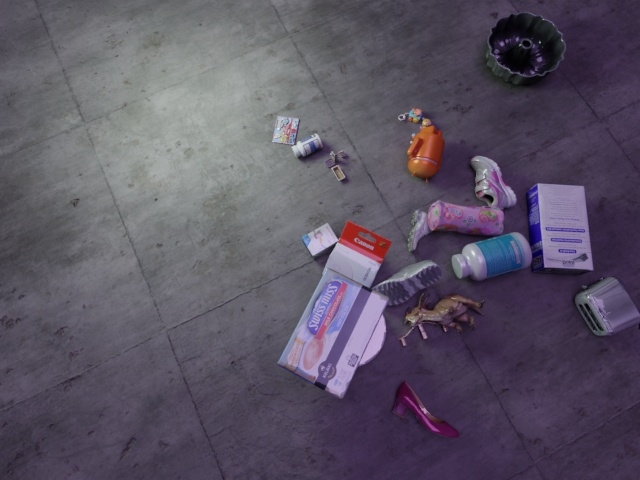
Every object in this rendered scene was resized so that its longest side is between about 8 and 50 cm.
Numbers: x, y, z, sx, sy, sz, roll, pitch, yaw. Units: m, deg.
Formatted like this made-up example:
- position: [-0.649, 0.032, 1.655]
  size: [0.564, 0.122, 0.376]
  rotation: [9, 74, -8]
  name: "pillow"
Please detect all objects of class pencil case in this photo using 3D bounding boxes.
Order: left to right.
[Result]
- position: [0.564, -0.085, 1.643]
  size: [0.284, 0.124, 0.124]
  rotation: [4, 75, -6]
  name: "pencil case"

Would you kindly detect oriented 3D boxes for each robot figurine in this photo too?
- position: [0.426, -0.350, 1.725]
  size: [0.128, 0.158, 0.219]
  rotation: [12, 83, 18]
  name: "robot figurine"

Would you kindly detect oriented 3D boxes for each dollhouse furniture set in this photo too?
- position: [0.081, -0.317, 1.752]
  size: [0.091, 0.081, 0.114]
  rotation: [-27, 76, -6]
  name: "dollhouse furniture set"

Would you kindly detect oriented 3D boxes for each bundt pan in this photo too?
- position: [0.872, -0.816, 1.849]
  size: [0.331, 0.124, 0.331]
  rotation: [0, 75, 2]
  name: "bundt pan"

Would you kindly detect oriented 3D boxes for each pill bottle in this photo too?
- position: [-0.057, -0.394, 1.783]
  size: [0.120, 0.067, 0.067]
  rotation: [-26, 76, -6]
  name: "pill bottle"
- position: [0.639, 0.067, 1.606]
  size: [0.264, 0.146, 0.146]
  rotation: [-14, 75, -3]
  name: "pill bottle"

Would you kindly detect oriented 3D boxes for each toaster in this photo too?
- position: [1.055, 0.253, 1.561]
  size: [0.146, 0.129, 0.227]
  rotation: [-25, 78, -2]
  name: "toaster"

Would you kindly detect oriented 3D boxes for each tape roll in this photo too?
- position: [0.095, 0.324, 1.571]
  size: [0.286, 0.100, 0.286]
  rotation: [0, 75, 1]
  name: "tape roll"

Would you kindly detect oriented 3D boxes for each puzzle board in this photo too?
- position: [-0.150, -0.477, 1.836]
  size: [0.096, 0.011, 0.128]
  rotation: [9, 75, 3]
  name: "puzzle board"

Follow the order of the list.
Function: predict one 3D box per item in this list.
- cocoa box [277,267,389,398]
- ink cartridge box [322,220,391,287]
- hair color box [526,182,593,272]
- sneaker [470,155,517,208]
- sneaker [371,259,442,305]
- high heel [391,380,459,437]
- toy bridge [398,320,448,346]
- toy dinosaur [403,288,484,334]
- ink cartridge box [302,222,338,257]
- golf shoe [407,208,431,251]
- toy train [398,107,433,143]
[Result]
- position: [0.044, 0.304, 1.406]
  size: [0.228, 0.231, 0.347]
  rotation: [26, 77, 8]
  name: "cocoa box"
- position: [0.133, 0.070, 1.595]
  size: [0.189, 0.232, 0.066]
  rotation: [26, 32, 8]
  name: "ink cartridge box"
- position: [0.922, -0.043, 1.651]
  size: [0.185, 0.110, 0.339]
  rotation: [4, 73, 1]
  name: "hair color box"
- position: [0.671, -0.225, 1.706]
  size: [0.111, 0.103, 0.252]
  rotation: [-27, 76, -8]
  name: "sneaker"
- position: [0.322, 0.160, 1.620]
  size: [0.281, 0.115, 0.105]
  rotation: [-23, 104, 11]
  name: "sneaker"
- position: [0.382, 0.599, 1.503]
  size: [0.244, 0.082, 0.117]
  rotation: [20, 86, 19]
  name: "high heel"
- position: [0.381, 0.341, 1.599]
  size: [0.188, 0.026, 0.063]
  rotation: [-18, 73, -4]
  name: "toy bridge"
- position: [0.472, 0.248, 1.581]
  size: [0.296, 0.200, 0.127]
  rotation: [-9, 109, -26]
  name: "toy dinosaur"
- position: [0.000, 0.000, 1.684]
  size: [0.122, 0.052, 0.088]
  rotation: [-30, 76, -8]
  name: "ink cartridge box"
- position: [0.397, -0.034, 1.681]
  size: [0.086, 0.069, 0.176]
  rotation: [16, 77, -1]
  name: "golf shoe"
- position: [0.412, -0.493, 1.811]
  size: [0.125, 0.046, 0.166]
  rotation: [-28, 77, -7]
  name: "toy train"
